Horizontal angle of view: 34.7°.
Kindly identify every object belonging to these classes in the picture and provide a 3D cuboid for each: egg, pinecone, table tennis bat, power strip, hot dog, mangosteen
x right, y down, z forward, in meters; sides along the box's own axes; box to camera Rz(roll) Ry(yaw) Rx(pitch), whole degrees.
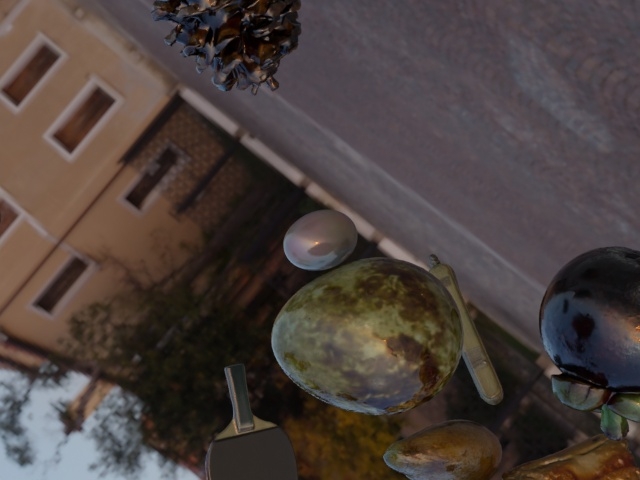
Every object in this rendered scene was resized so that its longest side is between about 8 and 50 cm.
[{"bbox_3d":[0.000,0.000,1.784,0.103,0.135,0.103,54,155,39],"label":"egg"},{"bbox_3d":[-0.136,-0.363,1.631,0.257,0.243,0.243,46,177,0],"label":"pinecone"},{"bbox_3d":[-0.134,0.378,1.887,0.022,0.173,0.301,156,103,-71],"label":"table tennis bat"},{"bbox_3d":[0.071,0.146,1.545,0.238,0.289,0.238,173,90,-82],"label":"egg"},{"bbox_3d":[0.342,0.204,2.440,0.092,0.066,0.387,50,-164,-70],"label":"power strip"},{"bbox_3d":[0.497,0.614,2.067,0.196,0.365,0.367,85,166,-63],"label":"hot dog"},{"bbox_3d":[0.507,0.158,1.724,0.300,0.300,0.300,39,177,2],"label":"mangosteen"}]

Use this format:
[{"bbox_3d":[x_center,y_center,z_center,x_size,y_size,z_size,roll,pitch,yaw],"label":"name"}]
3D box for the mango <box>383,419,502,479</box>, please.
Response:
[{"bbox_3d":[0.255,0.444,2.127,0.316,0.193,0.146,20,-132,-45],"label":"mango"}]
